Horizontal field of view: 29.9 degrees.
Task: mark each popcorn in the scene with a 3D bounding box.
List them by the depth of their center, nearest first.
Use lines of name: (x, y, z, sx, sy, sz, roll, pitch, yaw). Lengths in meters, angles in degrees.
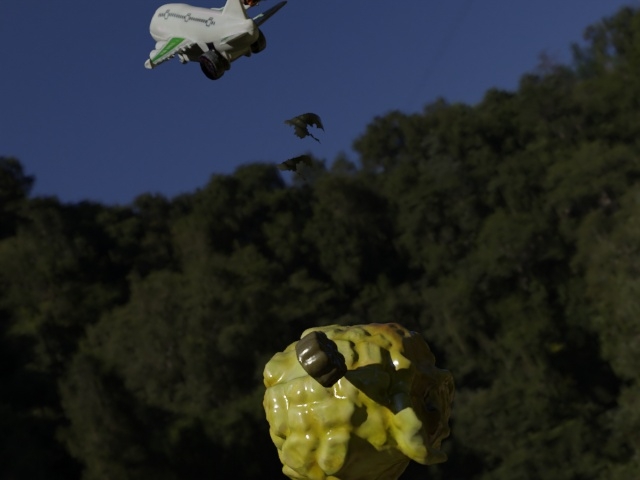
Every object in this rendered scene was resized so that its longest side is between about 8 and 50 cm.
popcorn: (0.051, 0.180, 1.295, 0.216, 0.181, 0.235, -6, -1, 33)

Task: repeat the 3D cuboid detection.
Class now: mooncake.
mooncake: (-0.012, 0.004, 1.265, 0.057, 0.347, 0.150, -22, -27, 19)

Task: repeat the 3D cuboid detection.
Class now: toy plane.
toy plane: (-0.158, -0.282, 1.643, 0.251, 0.101, 0.255, -38, 26, -29)

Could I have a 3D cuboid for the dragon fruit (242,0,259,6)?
dragon fruit: (-0.091, -0.347, 1.565, 0.056, 0.083, 0.060, -30, -4, -10)
